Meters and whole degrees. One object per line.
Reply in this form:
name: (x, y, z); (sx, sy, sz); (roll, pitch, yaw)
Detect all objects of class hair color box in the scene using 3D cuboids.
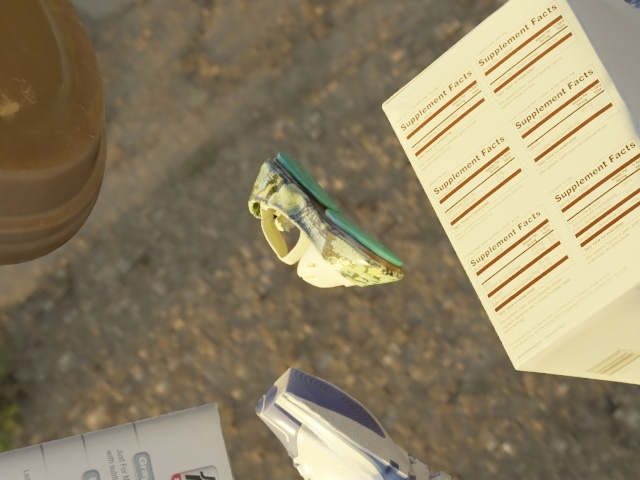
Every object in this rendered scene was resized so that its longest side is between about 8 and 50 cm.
hair color box: (-0.254, 0.282, 1.768); (0.374, 0.113, 0.185); (-13, 80, -5)

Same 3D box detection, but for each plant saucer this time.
plant saucer: (-0.201, -0.109, 0.880); (0.041, 0.278, 0.278); (-42, 35, 27)

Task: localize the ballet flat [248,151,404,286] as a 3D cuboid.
ballet flat: (0.000, 0.000, 1.490); (0.070, 0.070, 0.188); (-43, 37, 0)

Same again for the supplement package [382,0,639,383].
supplement package: (0.182, -0.033, 1.250); (0.149, 0.194, 0.203); (-38, 62, 26)

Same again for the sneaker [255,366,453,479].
sneaker: (0.036, 0.303, 2.158); (0.182, 0.315, 0.127); (-51, 2, 14)

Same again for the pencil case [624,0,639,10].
pencil case: (0.417, -0.100, 2.112); (0.183, 0.410, 0.160); (-26, 44, -13)
